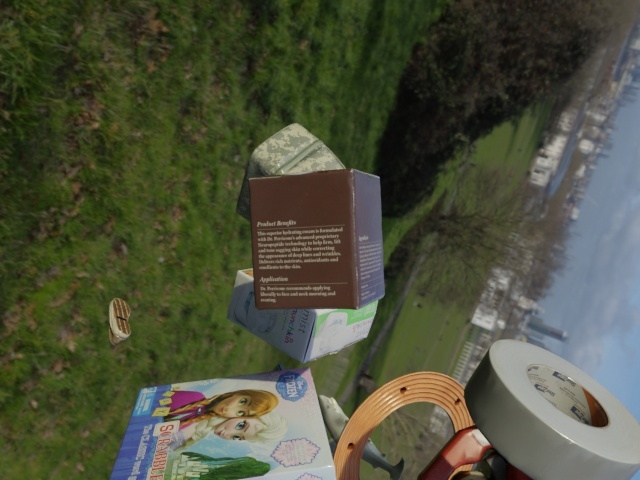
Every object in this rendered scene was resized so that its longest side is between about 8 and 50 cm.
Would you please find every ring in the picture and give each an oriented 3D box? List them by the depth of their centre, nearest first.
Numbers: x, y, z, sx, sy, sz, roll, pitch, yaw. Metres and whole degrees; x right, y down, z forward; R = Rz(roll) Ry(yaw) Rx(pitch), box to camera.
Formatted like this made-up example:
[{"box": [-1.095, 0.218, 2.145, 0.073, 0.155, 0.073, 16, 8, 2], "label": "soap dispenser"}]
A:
[{"box": [0.164, 0.407, 1.160, 0.336, 0.032, 0.337, -5, 102, -26], "label": "ring"}]

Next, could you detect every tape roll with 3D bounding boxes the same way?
[{"box": [0.297, 0.223, 0.773, 0.219, 0.219, 0.072, -24, 143, -62], "label": "tape roll"}]

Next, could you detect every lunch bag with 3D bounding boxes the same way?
[{"box": [-0.060, -0.121, 1.615, 0.212, 0.256, 0.305, -43, 169, -37], "label": "lunch bag"}]

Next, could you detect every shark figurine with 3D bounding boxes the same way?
[{"box": [0.078, 0.508, 1.462, 0.116, 0.278, 0.166, -43, 160, -20], "label": "shark figurine"}]

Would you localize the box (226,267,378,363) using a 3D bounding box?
[{"box": [-0.036, 0.154, 1.386, 0.261, 0.231, 0.127, -7, 115, -54], "label": "box"}]

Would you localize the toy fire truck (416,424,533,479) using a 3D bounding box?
[{"box": [0.255, 0.427, 0.877, 0.253, 0.302, 0.169, -16, 160, -9], "label": "toy fire truck"}]

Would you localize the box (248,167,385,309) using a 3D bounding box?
[{"box": [0.000, 0.000, 0.949, 0.167, 0.168, 0.203, -4, 92, -70], "label": "box"}]

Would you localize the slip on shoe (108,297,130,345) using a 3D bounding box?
[{"box": [-0.458, 0.182, 1.367, 0.051, 0.135, 0.041, 31, 107, -38], "label": "slip on shoe"}]

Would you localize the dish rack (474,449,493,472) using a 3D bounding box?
[{"box": [0.461, 0.560, 1.513, 0.332, 0.072, 0.286, -31, 155, -48], "label": "dish rack"}]

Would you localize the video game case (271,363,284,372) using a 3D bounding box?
[{"box": [-0.120, 0.398, 1.533, 0.119, 0.015, 0.166, -50, -157, 2], "label": "video game case"}]

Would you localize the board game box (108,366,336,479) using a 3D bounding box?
[{"box": [-0.152, 0.317, 0.972, 0.319, 0.317, 0.066, -120, -155, -74], "label": "board game box"}]
